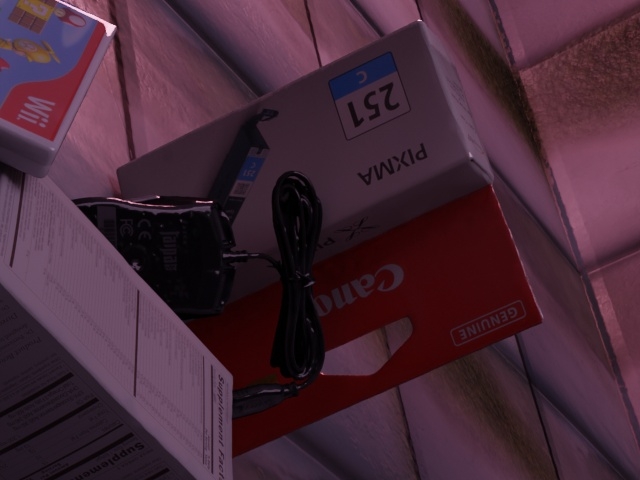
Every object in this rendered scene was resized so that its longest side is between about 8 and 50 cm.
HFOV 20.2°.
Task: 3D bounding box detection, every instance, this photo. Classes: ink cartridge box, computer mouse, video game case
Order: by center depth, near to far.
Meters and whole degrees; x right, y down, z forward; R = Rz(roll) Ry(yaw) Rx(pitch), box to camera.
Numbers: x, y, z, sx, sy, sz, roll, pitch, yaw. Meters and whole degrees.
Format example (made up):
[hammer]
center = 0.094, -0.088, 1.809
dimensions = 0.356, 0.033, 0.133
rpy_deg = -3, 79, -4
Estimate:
[video game case]
center = -0.275, -0.150, 1.105
dimensions = 0.285, 0.025, 0.204
rpy_deg = 26, 27, -9
[computer mouse]
center = -0.113, 0.050, 1.360
dimensions = 0.262, 0.060, 0.184
rpy_deg = -9, 96, -33
[ink cartridge box]
center = 0.000, 0.000, 1.450
dimensions = 0.066, 0.296, 0.261
rpy_deg = 36, 32, -60

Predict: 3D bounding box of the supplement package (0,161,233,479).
[supplement package]
center = -0.173, 0.082, 1.109
dimensions = 0.244, 0.134, 0.139
rpy_deg = 51, 21, -32
